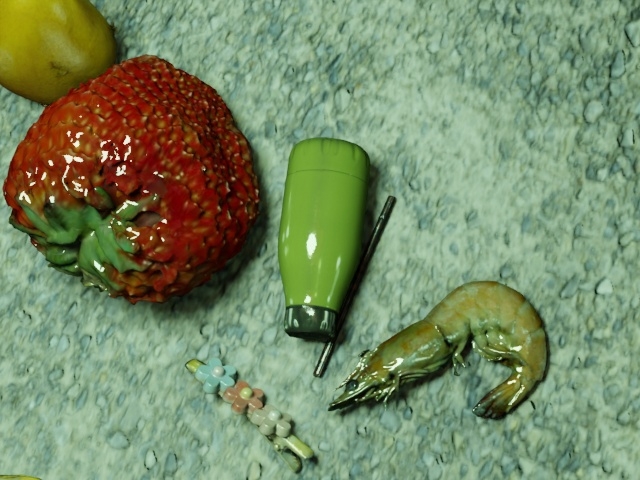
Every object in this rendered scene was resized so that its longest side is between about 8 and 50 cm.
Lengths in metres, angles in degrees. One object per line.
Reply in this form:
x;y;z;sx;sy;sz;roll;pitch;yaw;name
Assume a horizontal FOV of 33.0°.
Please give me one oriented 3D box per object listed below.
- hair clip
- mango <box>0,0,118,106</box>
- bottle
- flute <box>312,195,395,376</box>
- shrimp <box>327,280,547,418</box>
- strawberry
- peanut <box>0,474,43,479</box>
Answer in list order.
-0.092;0.215;1.405;0.214;0.062;0.056;42;125;16;hair clip
-0.393;-0.285;1.494;0.187;0.257;0.138;5;75;10;mango
0.000;0.000;1.426;0.112;0.112;0.260;4;75;10;bottle
0.047;0.059;1.453;0.014;0.014;0.269;20;78;14;flute
0.157;0.173;1.384;0.296;0.058;0.169;-33;74;-5;shrimp
-0.230;-0.089;1.437;0.312;0.267;0.351;32;48;-10;strawberry
-0.429;0.344;1.404;0.207;0.087;0.087;5;75;9;peanut
